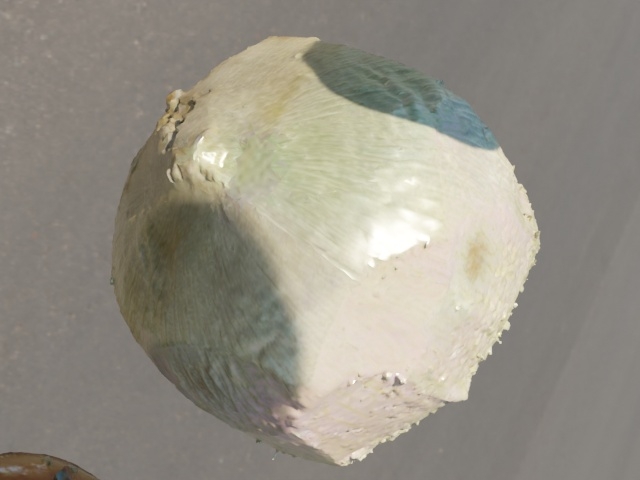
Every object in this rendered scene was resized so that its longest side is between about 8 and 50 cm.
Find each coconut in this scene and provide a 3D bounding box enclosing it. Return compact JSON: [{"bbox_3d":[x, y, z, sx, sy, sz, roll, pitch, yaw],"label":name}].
[{"bbox_3d":[-0.003,0.002,0.439,0.194,0.194,0.194,-21,115,-56],"label":"coconut"}]

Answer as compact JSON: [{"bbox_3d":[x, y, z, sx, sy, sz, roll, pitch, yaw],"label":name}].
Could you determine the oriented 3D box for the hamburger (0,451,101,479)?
[{"bbox_3d":[-0.162,0.211,0.459,0.237,0.147,0.237,-20,115,-51],"label":"hamburger"}]
